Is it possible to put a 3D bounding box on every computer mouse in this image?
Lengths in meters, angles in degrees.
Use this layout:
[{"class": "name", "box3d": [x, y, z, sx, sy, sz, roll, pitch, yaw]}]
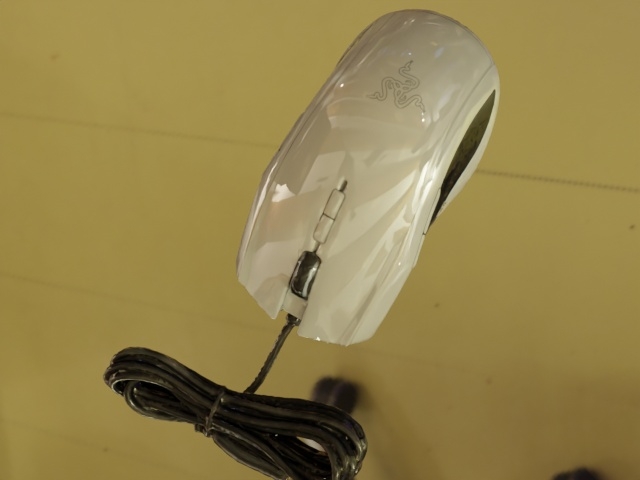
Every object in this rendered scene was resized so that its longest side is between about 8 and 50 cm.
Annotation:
[{"class": "computer mouse", "box3d": [0.000, 0.000, 0.568, 0.106, 0.042, 0.193, 29, 100, 14]}]
